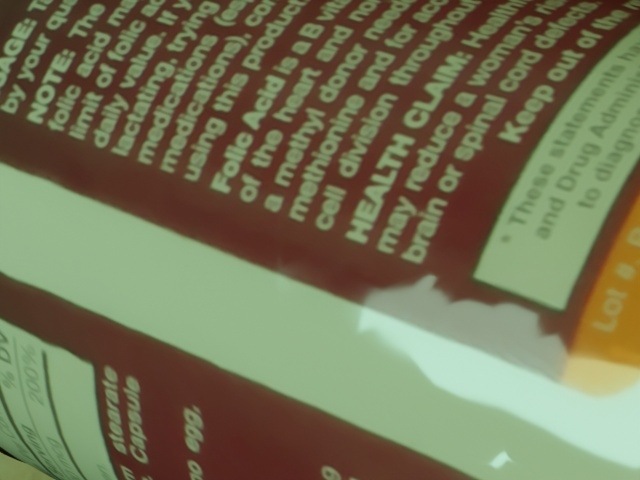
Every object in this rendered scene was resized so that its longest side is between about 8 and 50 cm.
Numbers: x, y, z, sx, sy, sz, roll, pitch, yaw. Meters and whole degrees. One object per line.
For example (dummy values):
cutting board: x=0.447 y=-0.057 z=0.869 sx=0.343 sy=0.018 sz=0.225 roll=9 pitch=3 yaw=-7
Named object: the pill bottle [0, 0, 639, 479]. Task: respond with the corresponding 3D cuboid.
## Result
pill bottle: x=0.000 y=0.000 z=0.580 sx=0.392 sy=0.224 sz=0.224 roll=21 pitch=95 yaw=33
